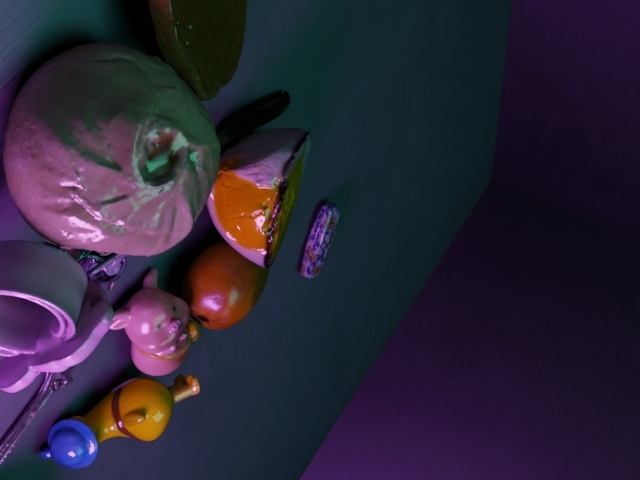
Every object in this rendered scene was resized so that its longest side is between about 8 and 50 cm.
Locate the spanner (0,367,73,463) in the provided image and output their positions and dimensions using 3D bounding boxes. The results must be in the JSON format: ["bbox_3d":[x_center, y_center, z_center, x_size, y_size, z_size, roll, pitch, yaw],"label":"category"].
[{"bbox_3d":[-0.574,0.344,1.503,0.325,0.026,0.093,-56,156,-16],"label":"spanner"}]

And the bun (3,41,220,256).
[{"bbox_3d":[-0.305,-0.131,1.230,0.364,0.202,0.363,-14,109,-45],"label":"bun"}]

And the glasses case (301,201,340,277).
[{"bbox_3d":[0.000,0.000,2.345,0.087,0.065,0.247,-20,133,-57],"label":"glasses case"}]

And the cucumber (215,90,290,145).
[{"bbox_3d":[-0.146,-0.279,1.738,0.284,0.056,0.056,-42,149,-44],"label":"cucumber"}]

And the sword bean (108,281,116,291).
[{"bbox_3d":[-0.417,0.069,1.573,0.083,0.012,0.012,-64,158,5],"label":"sword bean"}]

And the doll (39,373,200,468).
[{"bbox_3d":[-0.443,0.395,1.694,0.363,0.199,0.145,-21,91,-36],"label":"doll"}]

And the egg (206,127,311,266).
[{"bbox_3d":[-0.149,-0.117,1.709,0.337,0.201,0.336,20,90,-87],"label":"egg"}]

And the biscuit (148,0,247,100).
[{"bbox_3d":[-0.211,-0.429,1.339,0.351,0.057,0.311,60,39,-65],"label":"biscuit"}]

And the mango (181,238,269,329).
[{"bbox_3d":[-0.214,0.085,1.839,0.317,0.173,0.211,-53,157,-54],"label":"mango"}]

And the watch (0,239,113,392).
[{"bbox_3d":[-0.484,0.103,1.245,0.217,0.249,0.210,49,32,-40],"label":"watch"}]

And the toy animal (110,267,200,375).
[{"bbox_3d":[-0.354,0.205,1.691,0.165,0.149,0.248,-64,156,-43],"label":"toy animal"}]

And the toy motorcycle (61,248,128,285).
[{"bbox_3d":[-0.374,-0.058,1.420,0.307,0.108,0.173,-62,149,-2],"label":"toy motorcycle"}]
